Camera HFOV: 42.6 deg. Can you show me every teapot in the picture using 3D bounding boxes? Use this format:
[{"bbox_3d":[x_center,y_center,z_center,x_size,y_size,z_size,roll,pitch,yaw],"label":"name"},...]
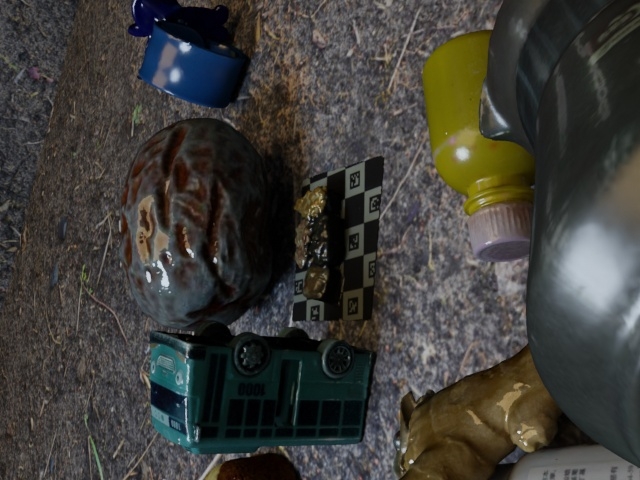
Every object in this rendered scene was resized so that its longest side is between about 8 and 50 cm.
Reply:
[{"bbox_3d":[0.282,-0.068,0.497,0.376,0.306,0.362,-26,37,16],"label":"teapot"}]

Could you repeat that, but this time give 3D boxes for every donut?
[{"bbox_3d":[-0.109,0.367,1.134,0.217,0.085,0.141,-30,57,51],"label":"donut"}]

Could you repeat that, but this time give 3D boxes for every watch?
[{"bbox_3d":[-0.233,-0.321,1.424,0.200,0.196,0.171,-123,43,-55],"label":"watch"}]

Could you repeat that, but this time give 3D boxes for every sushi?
[{"bbox_3d":[0.000,0.000,1.106,0.192,0.050,0.215,-10,73,55],"label":"sushi"}]

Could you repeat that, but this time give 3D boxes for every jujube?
[{"bbox_3d":[-0.185,-0.015,1.215,0.215,0.246,0.308,-6,56,12],"label":"jujube"}]

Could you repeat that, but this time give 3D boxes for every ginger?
[{"bbox_3d":[0.160,0.146,0.739,0.334,0.081,0.148,-46,6,5],"label":"ginger"}]

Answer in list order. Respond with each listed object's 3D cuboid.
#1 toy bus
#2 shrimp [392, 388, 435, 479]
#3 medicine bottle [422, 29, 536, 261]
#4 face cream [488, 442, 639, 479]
[{"bbox_3d":[-0.074,0.177,0.983,0.128,0.255,0.147,3,87,57],"label":"toy bus"},{"bbox_3d":[0.126,0.287,0.787,0.168,0.077,0.317,114,148,-57],"label":"shrimp"},{"bbox_3d":[0.171,-0.088,0.811,0.121,0.121,0.213,-29,58,49],"label":"medicine bottle"},{"bbox_3d":[0.234,0.205,0.670,0.269,0.081,0.082,-24,62,51],"label":"face cream"}]
